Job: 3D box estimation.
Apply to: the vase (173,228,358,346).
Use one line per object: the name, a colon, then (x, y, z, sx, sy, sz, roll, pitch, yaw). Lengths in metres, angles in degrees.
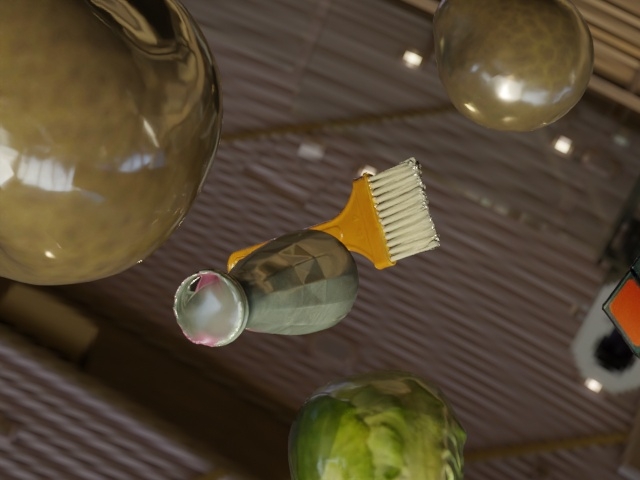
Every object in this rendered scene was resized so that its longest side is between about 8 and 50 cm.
vase: (-0.044, 0.041, 1.324, 0.086, 0.086, 0.214, 33, -165, 15)

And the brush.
brush: (0.000, 0.000, 1.637, 0.017, 0.314, 0.090, -9, -97, -40)

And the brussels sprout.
brussels sprout: (0.070, 0.270, 1.957, 0.210, 0.219, 0.271, -2, -141, -12)

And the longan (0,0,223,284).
longan: (-0.230, -0.106, 1.405, 0.288, 0.288, 0.350, 48, -171, 34)

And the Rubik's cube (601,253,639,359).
Rubik's cube: (0.331, 0.042, 1.218, 0.162, 0.160, 0.163, -13, -122, -31)

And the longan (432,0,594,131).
longan: (0.231, -0.228, 2.052, 0.198, 0.198, 0.212, -5, -135, -38)
